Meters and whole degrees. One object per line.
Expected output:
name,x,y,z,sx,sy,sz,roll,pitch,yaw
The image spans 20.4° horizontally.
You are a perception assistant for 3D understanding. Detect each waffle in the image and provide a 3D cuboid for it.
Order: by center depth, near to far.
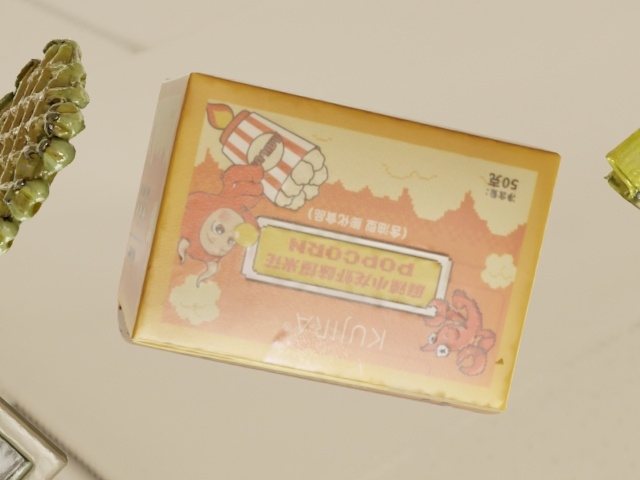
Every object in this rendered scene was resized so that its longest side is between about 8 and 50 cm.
waffle,-0.233,-0.069,1.381,0.169,0.036,0.183,-49,-152,23

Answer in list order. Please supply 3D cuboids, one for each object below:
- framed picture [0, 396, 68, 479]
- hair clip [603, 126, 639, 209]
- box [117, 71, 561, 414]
framed picture,-0.278,0.142,0.900,0.250,0.184,0.016,-45,-166,-4
hair clip,0.253,-0.005,1.101,0.072,0.046,0.173,-40,-111,-2
box,0.000,0.000,1.375,0.283,0.214,0.259,11,-176,-10
